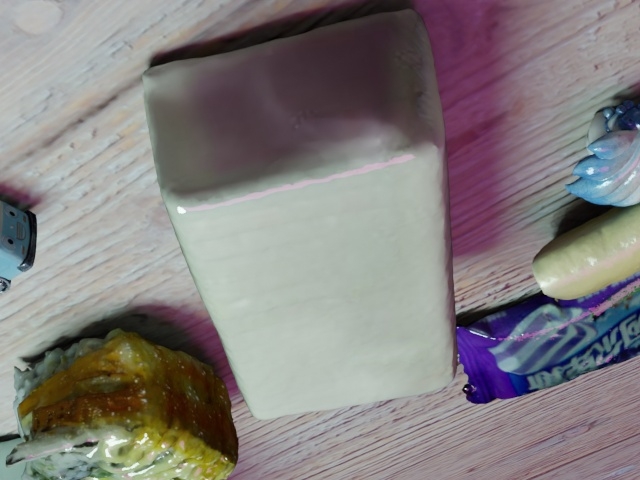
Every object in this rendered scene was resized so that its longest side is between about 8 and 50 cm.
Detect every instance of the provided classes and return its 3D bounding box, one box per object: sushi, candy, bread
[{"bbox_3d":[-0.194,0.178,1.028,0.184,0.139,0.274,-21,147,12],"label":"sushi"},{"bbox_3d":[0.266,0.096,1.132,0.275,0.070,0.145,-20,136,13],"label":"candy"},{"bbox_3d":[0.003,0.001,0.843,0.208,0.145,0.359,-12,144,-1],"label":"candy"},{"bbox_3d":[0.285,-0.006,0.961,0.178,0.060,0.139,-30,176,25],"label":"bread"}]

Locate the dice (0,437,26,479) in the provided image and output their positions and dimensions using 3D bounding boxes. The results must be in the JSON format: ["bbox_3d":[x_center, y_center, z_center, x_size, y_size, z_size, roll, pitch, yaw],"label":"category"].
[{"bbox_3d":[-0.305,0.387,1.173,0.264,0.268,0.262,-2,145,-17],"label":"dice"}]

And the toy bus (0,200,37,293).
[{"bbox_3d":[-0.288,0.012,0.838,0.123,0.060,0.075,-28,139,24],"label":"toy bus"}]

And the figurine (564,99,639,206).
[{"bbox_3d":[0.251,-0.068,0.894,0.114,0.079,0.114,-43,163,-17],"label":"figurine"}]
